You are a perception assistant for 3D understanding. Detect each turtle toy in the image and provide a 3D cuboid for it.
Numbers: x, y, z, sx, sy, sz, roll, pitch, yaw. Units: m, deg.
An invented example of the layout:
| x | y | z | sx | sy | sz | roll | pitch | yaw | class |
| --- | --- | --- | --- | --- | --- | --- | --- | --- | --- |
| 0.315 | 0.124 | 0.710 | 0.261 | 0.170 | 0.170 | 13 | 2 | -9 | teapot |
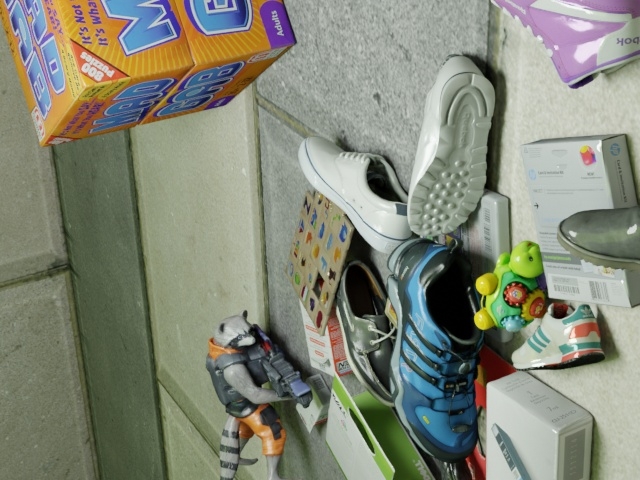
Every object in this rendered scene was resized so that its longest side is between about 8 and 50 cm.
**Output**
| x | y | z | sx | sy | sz | roll | pitch | yaw | class |
| --- | --- | --- | --- | --- | --- | --- | --- | --- | --- |
| 0.240 | 0.057 | 1.455 | 0.066 | 0.095 | 0.130 | 27 | 129 | 40 | turtle toy |

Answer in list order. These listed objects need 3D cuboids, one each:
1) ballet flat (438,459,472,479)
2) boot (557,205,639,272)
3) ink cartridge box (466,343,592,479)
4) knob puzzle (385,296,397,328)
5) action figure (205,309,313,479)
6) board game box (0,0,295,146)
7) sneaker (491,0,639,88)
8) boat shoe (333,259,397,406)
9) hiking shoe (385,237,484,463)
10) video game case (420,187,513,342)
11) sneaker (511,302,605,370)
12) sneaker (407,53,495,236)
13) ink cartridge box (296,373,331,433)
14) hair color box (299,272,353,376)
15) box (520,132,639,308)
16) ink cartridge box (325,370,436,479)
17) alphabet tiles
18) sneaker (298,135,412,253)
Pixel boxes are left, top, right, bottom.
| x | y | z | sx | sy | sz | roll | pitch | yaw | class |
| --- | --- | --- | --- | --- | --- | --- | --- | --- | --- |
| 0.175 | 0.283 | 1.726 | 0.049 | 0.057 | 0.173 | -33 | 60 | 45 | ballet flat |
| 0.326 | -0.067 | 1.178 | 0.190 | 0.076 | 0.208 | 13 | 129 | 27 | boot |
| 0.250 | 0.307 | 1.610 | 0.261 | 0.066 | 0.296 | 34 | 134 | 52 | ink cartridge box |
| 0.145 | 0.100 | 1.690 | 0.213 | 0.030 | 0.213 | 45 | 144 | 46 | knob puzzle |
| -0.126 | 0.294 | 2.201 | 0.341 | 0.179 | 0.330 | -159 | 56 | -71 | action figure |
| -0.311 | -0.401 | 1.986 | 0.356 | 0.356 | 0.356 | -25 | 82 | 65 | board game box |
| 0.231 | -0.242 | 1.278 | 0.282 | 0.102 | 0.161 | 27 | 132 | 57 | sneaker |
| 0.080 | 0.141 | 1.835 | 0.233 | 0.084 | 0.079 | 69 | 155 | 16 | boat shoe |
| 0.155 | 0.148 | 1.554 | 0.132 | 0.113 | 0.304 | -174 | 72 | -68 | hiking shoe |
| 0.191 | 0.014 | 1.603 | 0.183 | 0.023 | 0.201 | 31 | 133 | 55 | video game case |
| 0.284 | 0.116 | 1.451 | 0.161 | 0.057 | 0.075 | 152 | 117 | -66 | sneaker |
| 0.159 | -0.116 | 1.513 | 0.095 | 0.090 | 0.235 | -113 | 33 | -58 | sneaker |
| -0.010 | 0.297 | 2.179 | 0.063 | 0.029 | 0.115 | 60 | 153 | 26 | ink cartridge box |
| 0.012 | 0.135 | 2.007 | 0.093 | 0.053 | 0.167 | 15 | 117 | 62 | hair color box |
| 0.296 | -0.023 | 1.347 | 0.145 | 0.038 | 0.186 | 3 | 109 | 63 | box |
| 0.095 | 0.314 | 1.847 | 0.188 | 0.097 | 0.255 | 59 | 161 | 28 | ink cartridge box |
| 0.000 | 0.000 | 1.908 | 0.198 | 0.009 | 0.237 | -121 | 41 | -55 | alphabet tiles |
| 0.061 | -0.090 | 1.751 | 0.258 | 0.094 | 0.091 | 47 | 126 | 36 | sneaker |
